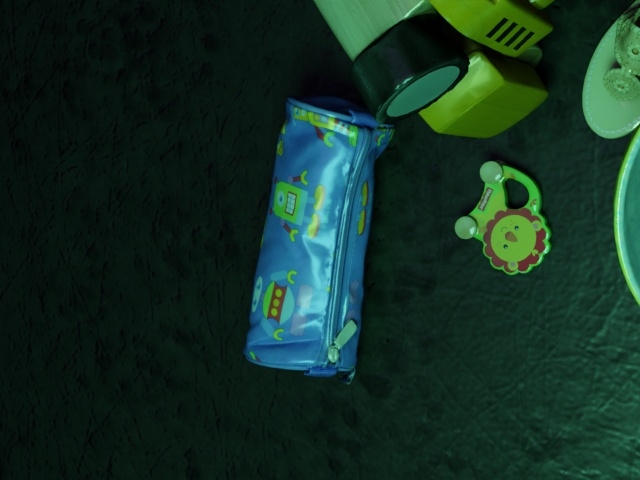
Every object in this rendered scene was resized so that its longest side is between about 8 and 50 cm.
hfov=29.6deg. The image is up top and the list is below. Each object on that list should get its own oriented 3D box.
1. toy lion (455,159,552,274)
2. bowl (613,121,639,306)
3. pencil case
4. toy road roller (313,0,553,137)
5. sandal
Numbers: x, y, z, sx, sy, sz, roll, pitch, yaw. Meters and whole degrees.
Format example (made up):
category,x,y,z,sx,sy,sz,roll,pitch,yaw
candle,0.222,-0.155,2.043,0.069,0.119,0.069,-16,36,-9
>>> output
category,x,y,z,sx,sy,sz,roll,pitch,yaw
toy lion,0.193,-0.020,1.225,0.096,0.034,0.100,28,105,20
bowl,0.385,-0.037,1.017,0.289,0.156,0.289,1,103,6
pencil case,0.000,0.000,1.284,0.133,0.119,0.306,20,103,53
toy road roller,0.137,-0.239,1.079,0.240,0.329,0.202,-36,75,22
sandal,0.311,-0.201,1.117,0.088,0.079,0.240,45,113,21
